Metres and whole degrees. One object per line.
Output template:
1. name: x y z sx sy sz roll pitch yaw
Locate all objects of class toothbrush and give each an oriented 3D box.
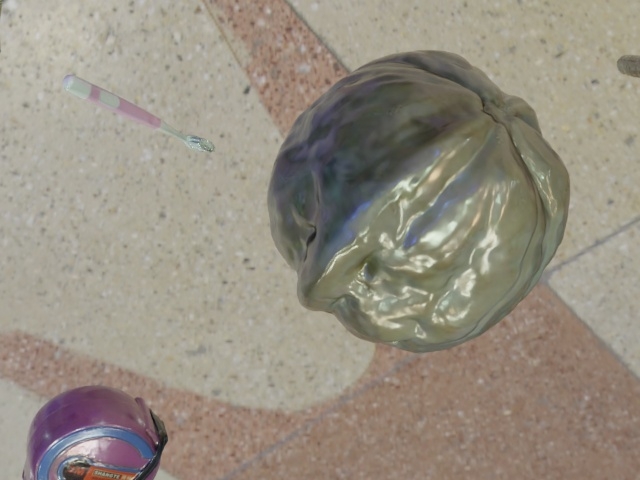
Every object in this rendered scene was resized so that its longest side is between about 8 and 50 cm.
1. toothbrush: -0.202 -0.142 1.104 0.025 0.020 0.286 11 176 25

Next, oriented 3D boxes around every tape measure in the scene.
1. tape measure: -0.204 0.192 0.840 0.118 0.074 0.125 21 106 -30

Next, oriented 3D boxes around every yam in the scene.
1. yam: 0.278 -0.146 0.798 0.021 0.116 0.021 -1 104 -3

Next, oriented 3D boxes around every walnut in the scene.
1. walnut: 0.062 -0.024 0.680 0.224 0.224 0.224 -2 129 -2

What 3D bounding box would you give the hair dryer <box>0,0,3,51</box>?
1. hair dryer: -0.221 -0.228 0.679 0.067 0.167 0.199 -12 105 -39
